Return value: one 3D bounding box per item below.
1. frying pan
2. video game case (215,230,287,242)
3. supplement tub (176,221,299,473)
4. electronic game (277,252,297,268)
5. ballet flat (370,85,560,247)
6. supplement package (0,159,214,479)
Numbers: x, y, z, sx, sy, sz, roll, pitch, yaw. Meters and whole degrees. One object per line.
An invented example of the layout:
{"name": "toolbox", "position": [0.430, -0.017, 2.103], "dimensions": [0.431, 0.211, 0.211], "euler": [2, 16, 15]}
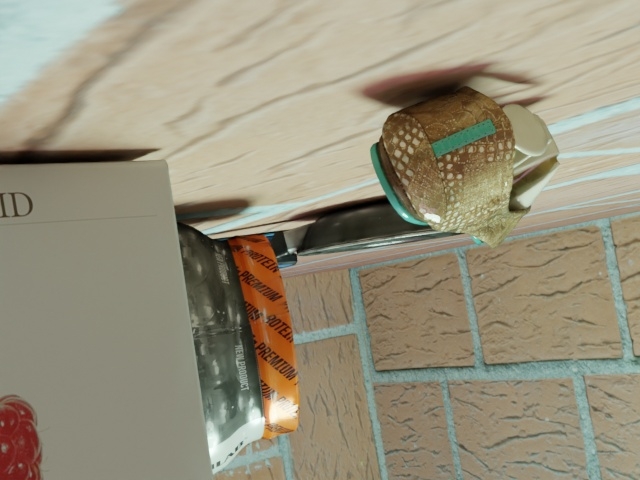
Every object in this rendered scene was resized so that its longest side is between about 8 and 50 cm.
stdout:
{"name": "frying pan", "position": [0.017, -0.001, 1.007], "dimensions": [0.326, 0.053, 0.197], "euler": [-9, 177, 29]}
{"name": "video game case", "position": [-0.086, 0.006, 1.148], "dimensions": [0.166, 0.015, 0.119], "euler": [-7, 176, -29]}
{"name": "supplement tub", "position": [-0.196, 0.099, 0.761], "dimensions": [0.337, 0.207, 0.207], "euler": [-8, 177, -10]}
{"name": "electronic game", "position": [-0.144, 0.042, 1.320], "dimensions": [0.229, 0.048, 0.229], "euler": [-9, 177, 0]}
{"name": "ballet flat", "position": [0.086, -0.035, 0.488], "dimensions": [0.067, 0.073, 0.206], "euler": [-25, 176, 17]}
{"name": "supplement package", "position": [-0.167, 0.121, 0.458], "dimensions": [0.177, 0.293, 0.175], "euler": [-6, 176, -43]}
